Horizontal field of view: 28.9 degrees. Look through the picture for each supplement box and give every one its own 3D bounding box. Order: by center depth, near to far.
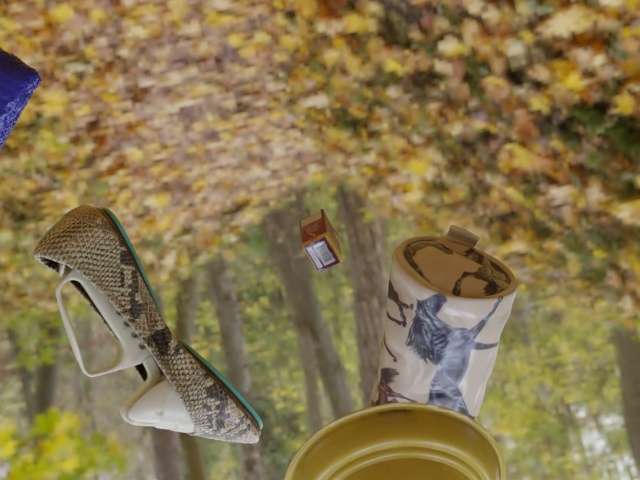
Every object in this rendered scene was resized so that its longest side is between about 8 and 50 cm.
[{"bbox_3d":[0.000,0.000,1.854,0.043,0.055,0.083,-26,-153,10],"label":"supplement box"}]

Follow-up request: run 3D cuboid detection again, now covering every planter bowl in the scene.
[{"bbox_3d":[0.076,0.262,1.167,0.217,0.217,0.090,-13,-144,3],"label":"planter bowl"}]

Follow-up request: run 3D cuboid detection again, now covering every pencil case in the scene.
[{"bbox_3d":[0.138,0.195,1.600,0.159,0.410,0.183,10,-158,0],"label":"pencil case"}]

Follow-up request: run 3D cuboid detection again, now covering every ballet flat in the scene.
[{"bbox_3d":[-0.293,0.175,1.979,0.182,0.483,0.164,-40,-167,-27],"label":"ballet flat"}]

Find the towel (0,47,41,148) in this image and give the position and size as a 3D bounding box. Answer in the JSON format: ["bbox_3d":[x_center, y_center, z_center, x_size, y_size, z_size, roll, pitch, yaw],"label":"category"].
[{"bbox_3d":[-0.463,-0.163,1.286,0.228,0.308,0.076,-56,-179,15],"label":"towel"}]
